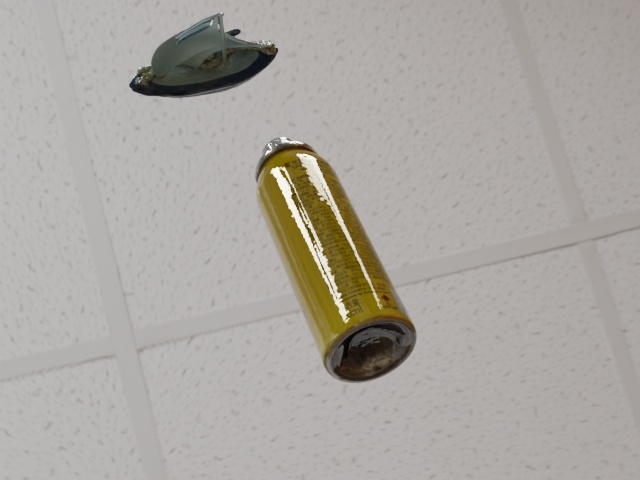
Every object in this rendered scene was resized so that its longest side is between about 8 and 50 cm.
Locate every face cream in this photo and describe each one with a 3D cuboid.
[{"bbox_3d":[0.000,0.000,1.191,0.105,0.105,0.348,-12,-134,-13],"label":"face cream"}]

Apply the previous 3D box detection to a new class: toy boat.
[{"bbox_3d":[-0.147,-0.267,1.487,0.210,0.291,0.070,-15,-94,-27],"label":"toy boat"}]
